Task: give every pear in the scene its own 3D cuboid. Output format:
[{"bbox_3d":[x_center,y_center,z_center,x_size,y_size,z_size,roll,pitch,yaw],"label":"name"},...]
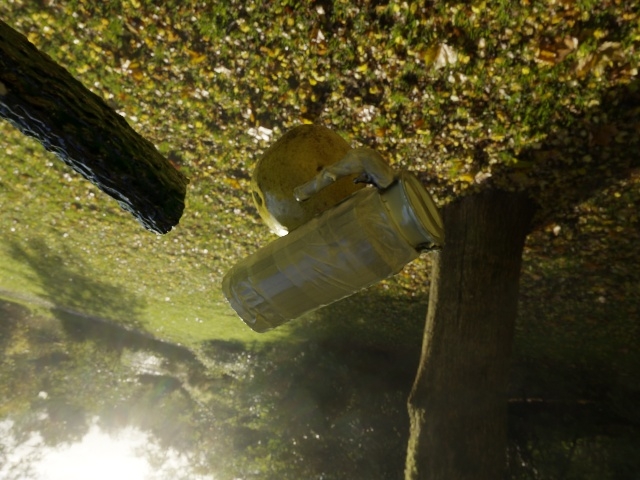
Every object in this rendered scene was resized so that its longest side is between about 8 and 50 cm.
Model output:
[{"bbox_3d":[-0.023,-0.101,0.717,0.198,0.197,0.197,9,157,4],"label":"pear"}]

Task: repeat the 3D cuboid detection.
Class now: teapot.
[{"bbox_3d":[0.000,0.000,0.375,0.201,0.077,0.107,-28,101,28],"label":"teapot"}]

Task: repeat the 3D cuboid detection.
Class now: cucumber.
[{"bbox_3d":[-0.170,-0.077,0.290,0.058,0.058,0.187,-6,143,35],"label":"cucumber"}]
